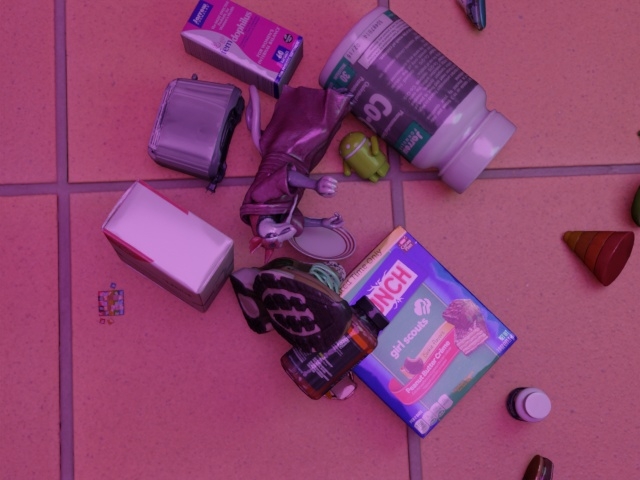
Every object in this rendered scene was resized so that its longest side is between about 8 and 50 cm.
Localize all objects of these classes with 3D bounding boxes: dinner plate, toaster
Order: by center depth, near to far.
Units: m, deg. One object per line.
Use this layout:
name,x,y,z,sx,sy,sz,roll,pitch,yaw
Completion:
dinner plate,0.000,0.000,1.865,0.141,0.141,0.017,14,125,-1
toaster,-0.245,-0.211,1.870,0.146,0.129,0.227,15,83,3

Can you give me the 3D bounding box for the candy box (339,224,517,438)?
candy box,0.169,0.171,1.835,0.317,0.122,0.268,44,85,5

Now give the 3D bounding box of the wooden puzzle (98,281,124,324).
wooden puzzle,-0.411,0.123,1.871,0.049,0.006,0.083,-4,82,-3

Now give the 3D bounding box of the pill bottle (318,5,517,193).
pill bottle,0.191,-0.270,1.860,0.361,0.204,0.204,40,82,4

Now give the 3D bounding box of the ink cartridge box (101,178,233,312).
ink cartridge box,-0.273,0.019,1.756,0.207,0.283,0.117,33,78,2

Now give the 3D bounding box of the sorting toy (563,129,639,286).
sorting toy,0.610,-0.087,1.925,0.126,0.127,0.365,27,77,31

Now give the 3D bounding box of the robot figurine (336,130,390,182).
robot figurine,0.085,-0.169,1.902,0.115,0.101,0.067,45,45,-13

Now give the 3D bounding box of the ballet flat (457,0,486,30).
ballet flat,0.313,-0.523,1.982,0.070,0.070,0.188,4,80,-2

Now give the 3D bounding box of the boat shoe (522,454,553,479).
boat shoe,0.411,0.518,1.828,0.073,0.073,0.207,19,88,-2

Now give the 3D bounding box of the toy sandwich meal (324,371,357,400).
toy sandwich meal,0.029,0.274,1.861,0.086,0.029,0.085,0,82,-3

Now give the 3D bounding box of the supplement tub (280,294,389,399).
supplement tub,0.031,0.189,1.722,0.198,0.106,0.106,-41,86,1

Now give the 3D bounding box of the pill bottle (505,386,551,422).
pill bottle,0.401,0.315,1.829,0.067,0.120,0.067,0,81,-3

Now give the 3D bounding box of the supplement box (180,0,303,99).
supplement box,-0.155,-0.391,1.907,0.220,0.114,0.111,27,82,3

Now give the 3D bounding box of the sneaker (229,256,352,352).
sneaker,-0.026,0.080,1.721,0.182,0.410,0.158,-30,106,-20

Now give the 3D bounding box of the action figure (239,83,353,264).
action figure,-0.074,-0.133,1.755,0.276,0.248,0.370,19,61,8
